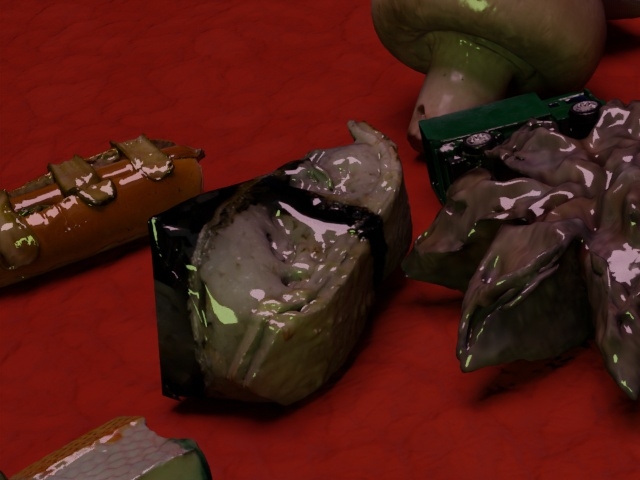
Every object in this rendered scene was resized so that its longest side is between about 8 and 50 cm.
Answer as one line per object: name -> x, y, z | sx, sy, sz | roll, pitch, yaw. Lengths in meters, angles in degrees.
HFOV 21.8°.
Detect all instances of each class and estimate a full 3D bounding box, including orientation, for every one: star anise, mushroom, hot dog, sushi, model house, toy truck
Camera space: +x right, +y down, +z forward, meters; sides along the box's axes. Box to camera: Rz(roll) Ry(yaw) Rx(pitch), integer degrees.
star anise -> 0.212, -0.011, 1.126 | 0.332, 0.117, 0.331 | -11, 35, 8
mushroom -> 0.132, -0.162, 1.391 | 0.204, 0.204, 0.204 | -10, 29, 5
hot dog -> -0.215, -0.022, 1.362 | 0.269, 0.072, 0.109 | -21, 28, -18
sushi -> 0.008, 0.012, 1.172 | 0.109, 0.134, 0.273 | 16, 31, 36
model house -> -0.117, 0.160, 0.972 | 0.088, 0.100, 0.100 | -30, 31, -27
toy truck -> 0.159, -0.072, 1.309 | 0.147, 0.065, 0.079 | -14, 27, -1

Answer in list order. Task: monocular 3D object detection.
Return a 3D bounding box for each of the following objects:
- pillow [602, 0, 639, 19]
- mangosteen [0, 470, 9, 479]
pillow -> 0.199, -0.253, 1.558 | 0.169, 0.059, 0.255 | 23, 7, -25
mangosteen -> -0.274, 0.184, 0.889 | 0.243, 0.243, 0.243 | -10, 29, 5
